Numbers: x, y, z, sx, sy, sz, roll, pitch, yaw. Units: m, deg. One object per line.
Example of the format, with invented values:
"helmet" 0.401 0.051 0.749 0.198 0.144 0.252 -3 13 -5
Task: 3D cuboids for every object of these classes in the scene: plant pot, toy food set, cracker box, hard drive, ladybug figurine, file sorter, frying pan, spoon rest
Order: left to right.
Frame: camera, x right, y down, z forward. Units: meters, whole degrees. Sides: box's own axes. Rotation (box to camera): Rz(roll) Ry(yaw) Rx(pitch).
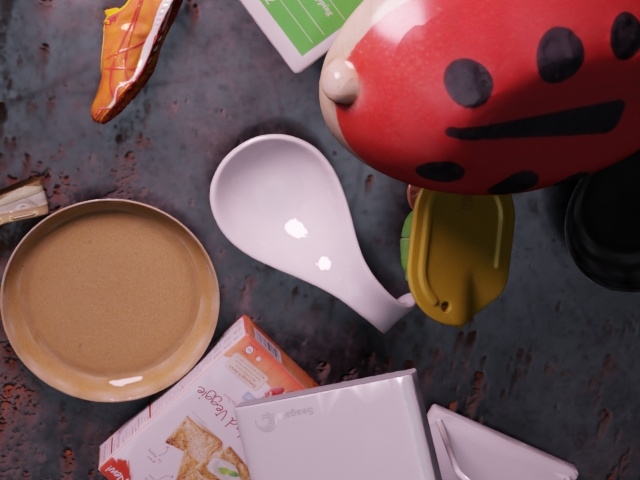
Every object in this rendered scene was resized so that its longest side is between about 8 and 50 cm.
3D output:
"plant pot" -0.229 0.063 1.980 0.236 0.032 0.236 -2 109 -6
"cracker box" -0.113 0.219 2.027 0.232 0.067 0.156 -43 107 10
"spoon rest" 0.000 0.000 1.955 0.137 0.084 0.276 -43 108 9
"hard drive" 0.039 0.306 1.946 0.203 0.040 0.307 -12 94 17
"toy food set" 0.140 -0.019 1.966 0.128 0.071 0.217 8 90 -28
"file sorter" 0.160 0.369 2.052 0.193 0.173 0.277 24 104 -14
"ladybug figurine" 0.206 -0.163 1.797 0.449 0.162 0.305 -12 136 -28
"frying pan" 0.418 -0.039 1.999 0.326 0.053 0.197 -4 118 -14

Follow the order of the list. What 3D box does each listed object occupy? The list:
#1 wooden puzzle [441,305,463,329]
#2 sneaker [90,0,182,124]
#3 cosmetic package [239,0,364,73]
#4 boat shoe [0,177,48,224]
"wooden puzzle" 0.148 0.035 2.017 0.079 0.014 0.116 19 99 -15
"sneaker" -0.201 -0.203 1.885 0.067 0.064 0.175 27 100 7
"cosmetic package" 0.063 -0.358 1.802 0.365 0.155 0.197 -37 106 8
"boat shoe" -0.353 -0.022 1.928 0.135 0.050 0.045 -21 104 2
